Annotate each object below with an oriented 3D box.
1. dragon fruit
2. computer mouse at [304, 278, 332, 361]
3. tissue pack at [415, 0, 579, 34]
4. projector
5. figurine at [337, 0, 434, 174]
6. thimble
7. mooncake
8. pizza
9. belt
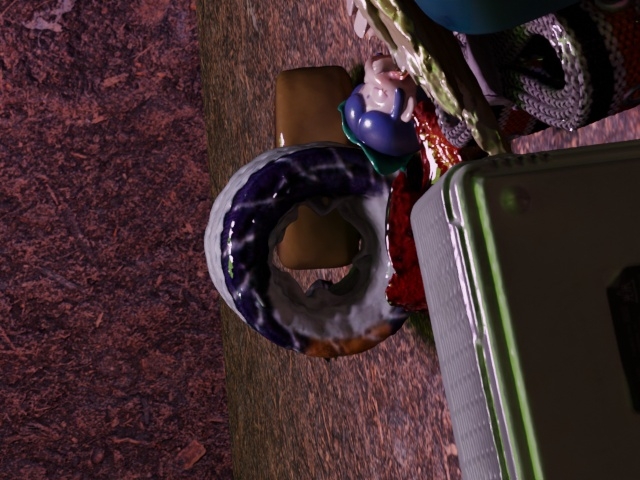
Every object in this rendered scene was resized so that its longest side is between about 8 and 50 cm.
[{"bbox_3d":[0.105,-0.025,1.407,0.092,0.122,0.192,32,-134,-84],"label":"dragon fruit"},{"bbox_3d":[-0.004,0.112,2.300,0.079,0.047,0.135,-108,12,-49],"label":"computer mouse"},{"bbox_3d":[0.092,-0.278,0.978,0.287,0.198,0.206,-106,-5,-52],"label":"tissue pack"},{"bbox_3d":[0.171,0.074,0.894,0.099,0.192,0.256,131,130,-70],"label":"projector"},{"bbox_3d":[0.074,-0.148,1.530,0.111,0.102,0.195,-104,15,-46],"label":"figurine"},{"bbox_3d":[0.000,0.000,1.728,0.150,0.237,0.237,-147,50,-72],"label":"thimble"},{"bbox_3d":[0.000,-0.080,1.917,0.235,0.117,0.234,177,90,-89],"label":"mooncake"},{"bbox_3d":[0.053,-0.155,1.095,0.262,0.034,0.181,61,-165,17],"label":"pizza"},{"bbox_3d":[0.153,-0.126,1.114,0.359,0.094,0.126,-152,50,-79],"label":"belt"}]
